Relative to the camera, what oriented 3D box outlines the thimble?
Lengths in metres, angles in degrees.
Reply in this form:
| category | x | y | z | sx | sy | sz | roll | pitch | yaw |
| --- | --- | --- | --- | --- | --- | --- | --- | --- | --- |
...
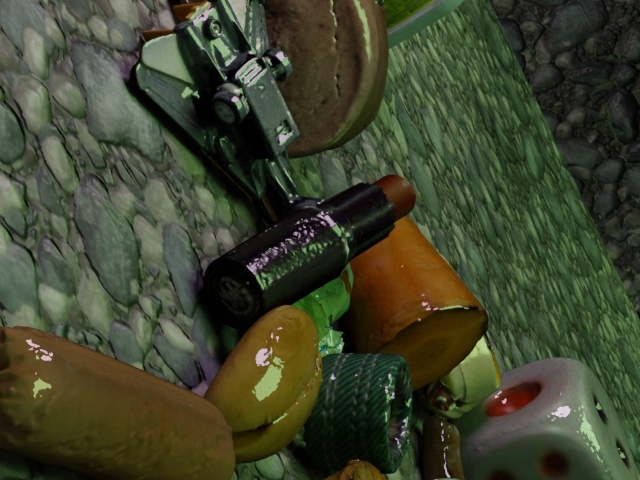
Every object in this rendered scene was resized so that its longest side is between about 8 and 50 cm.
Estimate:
| category | x | y | z | sx | sy | sz | roll | pitch | yaw |
| --- | --- | --- | --- | --- | --- | --- | --- | --- | --- |
| thimble | 0.039 | 0.168 | 1.458 | 0.135 | 0.090 | 0.119 | 20 | 74 | -75 |

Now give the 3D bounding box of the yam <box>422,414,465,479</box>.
| category | x | y | z | sx | sy | sz | roll | pitch | yaw |
| --- | --- | --- | --- | --- | --- | --- | --- | --- | --- |
| yam | 0.151 | 0.307 | 1.703 | 0.057 | 0.056 | 0.241 | 48 | 27 | -44 |

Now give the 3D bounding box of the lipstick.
| category | x | y | z | sx | sy | sz | roll | pitch | yaw |
| --- | --- | --- | --- | --- | --- | --- | --- | --- | --- |
| lipstick | 0.000 | 0.000 | 1.463 | 0.299 | 0.081 | 0.081 | -32 | 99 | -47 |

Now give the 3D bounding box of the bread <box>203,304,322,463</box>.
| category | x | y | z | sx | sy | sz | roll | pitch | yaw |
| --- | --- | --- | --- | --- | --- | --- | --- | --- | --- |
| bread | -0.043 | 0.129 | 1.307 | 0.189 | 0.077 | 0.114 | -53 | 155 | -57 |

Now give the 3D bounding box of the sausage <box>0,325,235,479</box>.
| category | x | y | z | sx | sy | sz | roll | pitch | yaw |
| --- | --- | --- | --- | --- | --- | --- | --- | --- | --- |
| sausage | -0.151 | 0.127 | 1.052 | 0.289 | 0.086 | 0.086 | 32 | 39 | -57 |

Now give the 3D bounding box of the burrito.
| category | x | y | z | sx | sy | sz | roll | pitch | yaw |
| --- | --- | --- | --- | --- | --- | --- | --- | --- | --- |
| burrito | -0.010 | 0.087 | 1.532 | 0.104 | 0.054 | 0.288 | 68 | 17 | -4 |

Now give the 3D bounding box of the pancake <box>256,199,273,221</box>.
| category | x | y | z | sx | sy | sz | roll | pitch | yaw |
| --- | --- | --- | --- | --- | --- | --- | --- | --- | --- |
| pancake | -0.052 | -0.059 | 1.631 | 0.108 | 0.017 | 0.108 | 52 | 25 | -37 |

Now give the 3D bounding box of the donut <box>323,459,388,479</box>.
| category | x | y | z | sx | sy | sz | roll | pitch | yaw |
| --- | --- | --- | --- | --- | --- | --- | --- | --- | --- |
| donut | 0.045 | 0.330 | 1.310 | 0.277 | 0.108 | 0.278 | 52 | 24 | -35 |

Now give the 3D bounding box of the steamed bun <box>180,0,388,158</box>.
| category | x | y | z | sx | sy | sz | roll | pitch | yaw |
| --- | --- | --- | --- | --- | --- | --- | --- | --- | --- |
| steamed bun | -0.022 | -0.252 | 1.650 | 0.301 | 0.199 | 0.251 | 65 | 19 | -1 |

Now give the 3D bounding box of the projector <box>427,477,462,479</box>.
| category | x | y | z | sx | sy | sz | roll | pitch | yaw |
| --- | --- | --- | --- | --- | --- | --- | --- | --- | --- |
| projector | 0.139 | 0.412 | 1.475 | 0.108 | 0.108 | 0.338 | 33 | 38 | -58 |

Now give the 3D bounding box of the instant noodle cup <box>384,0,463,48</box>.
| category | x | y | z | sx | sy | sz | roll | pitch | yaw |
| --- | --- | --- | --- | --- | --- | --- | --- | --- | --- |
| instant noodle cup | 0.028 | -0.446 | 1.954 | 0.308 | 0.293 | 0.294 | 37 | 35 | -43 |

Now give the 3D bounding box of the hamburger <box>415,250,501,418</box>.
| category | x | y | z | sx | sy | sz | roll | pitch | yaw |
| --- | --- | --- | --- | --- | --- | --- | --- | --- | --- |
| hamburger | 0.142 | 0.114 | 1.825 | 0.173 | 0.116 | 0.210 | 40 | 26 | -74 |

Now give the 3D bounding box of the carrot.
| category | x | y | z | sx | sy | sz | roll | pitch | yaw |
| --- | --- | --- | --- | --- | --- | --- | --- | --- | --- |
| carrot | 0.081 | 0.044 | 1.693 | 0.159 | 0.159 | 0.225 | 37 | 23 | -55 |

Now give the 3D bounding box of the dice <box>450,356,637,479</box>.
| category | x | y | z | sx | sy | sz | roll | pitch | yaw |
| --- | --- | --- | --- | --- | --- | --- | --- | --- | --- |
| dice | 0.283 | 0.275 | 1.883 | 0.192 | 0.193 | 0.194 | 61 | 18 | -13 |

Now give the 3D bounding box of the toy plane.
| category | x | y | z | sx | sy | sz | roll | pitch | yaw |
| --- | --- | --- | --- | --- | --- | --- | --- | --- | --- |
| toy plane | -0.063 | -0.103 | 1.513 | 0.204 | 0.103 | 0.316 | -46 | 117 | -34 |
